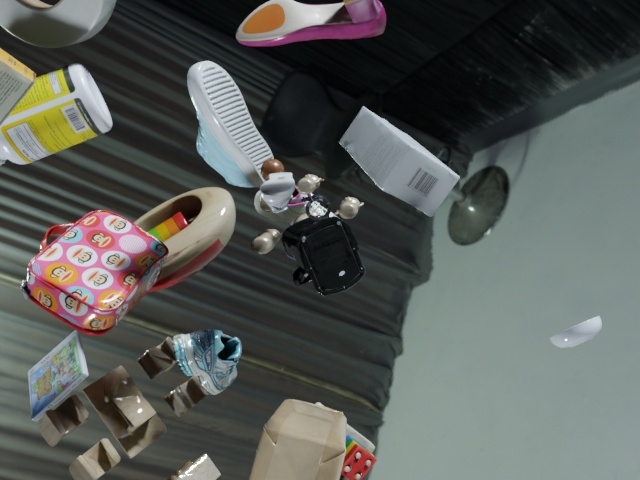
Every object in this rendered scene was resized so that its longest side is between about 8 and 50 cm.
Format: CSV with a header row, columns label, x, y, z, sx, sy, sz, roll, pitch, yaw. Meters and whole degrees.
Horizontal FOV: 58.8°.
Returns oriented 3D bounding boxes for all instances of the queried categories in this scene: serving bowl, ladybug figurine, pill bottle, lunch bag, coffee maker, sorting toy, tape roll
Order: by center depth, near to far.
label,x,y,z,sx,sy,sz,roll,pitch,yaw
serving bowl,0.404,0.148,0.891,0.083,0.083,0.027,-44,63,46
coffee maker,0.000,0.000,1.037,0.178,0.120,0.171,-156,66,-75
lunch bag,-0.523,0.055,1.307,0.120,0.258,0.293,-59,0,36
tape roll,-0.691,-0.681,1.399,0.392,0.392,0.072,-54,6,30
pill bottle,-0.732,-0.311,1.462,0.333,0.188,0.188,-24,22,-7
sorting toy,0.007,0.625,1.563,0.255,0.257,0.089,-49,29,-6
ladybug figurine,-0.441,0.013,1.694,0.449,0.162,0.305,-31,38,-5

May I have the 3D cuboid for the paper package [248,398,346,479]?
label,x,y,z,sx,sy,sz,roll,pitch,yaw
paper package,-0.056,0.524,1.204,0.325,0.168,0.310,71,-146,-82

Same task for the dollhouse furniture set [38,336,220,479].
label,x,y,z,sx,sy,sz,roll,pitch,yaw
dollhouse furniture set,-0.481,0.538,1.520,0.362,0.394,0.256,-32,-9,-43

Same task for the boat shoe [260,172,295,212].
label,x,y,z,sx,sy,sz,roll,pitch,yaw
boat shoe,-0.082,-0.087,1.099,0.184,0.066,0.063,-110,15,-72

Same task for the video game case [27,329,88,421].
label,x,y,z,sx,sy,sz,roll,pitch,yaw
video game case,-0.770,0.389,1.658,0.193,0.023,0.212,-42,40,-2

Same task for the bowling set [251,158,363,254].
label,x,y,z,sx,sy,sz,roll,pitch,yaw
bowling set,-0.056,-0.104,1.330,0.287,0.200,0.154,-19,7,9

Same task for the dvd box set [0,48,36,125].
label,x,y,z,sx,sy,sz,roll,pitch,yaw
dvd box set,-0.649,-0.230,0.723,0.308,0.420,0.062,-48,37,8

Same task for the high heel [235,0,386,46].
label,x,y,z,sx,sy,sz,roll,pitch,yaw
high heel,-0.013,-0.354,0.951,0.244,0.117,0.082,-17,68,13

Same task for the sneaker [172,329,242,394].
label,x,y,z,sx,sy,sz,roll,pitch,yaw
sneaker,-0.231,0.280,1.319,0.283,0.122,0.110,65,-173,-64

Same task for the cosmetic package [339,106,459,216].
label,x,y,z,sx,sy,sz,roll,pitch,yaw
cosmetic package,0.234,-0.256,1.774,0.156,0.217,0.385,-56,29,15

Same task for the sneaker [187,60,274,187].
label,x,y,z,sx,sy,sz,roll,pitch,yaw
sneaker,-0.230,-0.233,1.266,0.150,0.366,0.135,-4,54,18

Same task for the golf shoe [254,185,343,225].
label,x,y,z,sx,sy,sz,roll,pitch,yaw
golf shoe,-0.047,-0.089,1.734,0.140,0.306,0.115,-45,28,54
